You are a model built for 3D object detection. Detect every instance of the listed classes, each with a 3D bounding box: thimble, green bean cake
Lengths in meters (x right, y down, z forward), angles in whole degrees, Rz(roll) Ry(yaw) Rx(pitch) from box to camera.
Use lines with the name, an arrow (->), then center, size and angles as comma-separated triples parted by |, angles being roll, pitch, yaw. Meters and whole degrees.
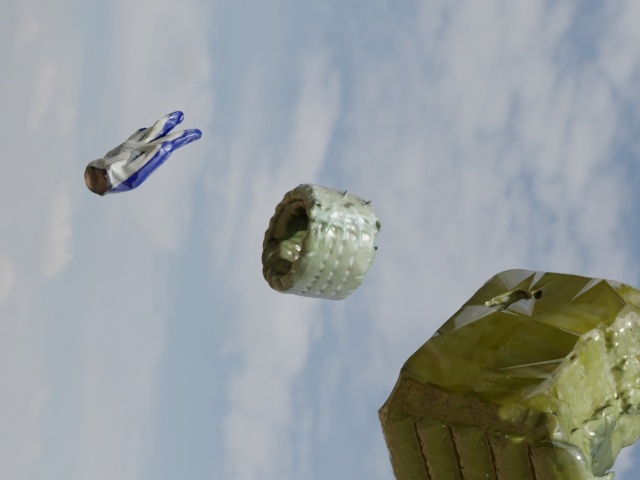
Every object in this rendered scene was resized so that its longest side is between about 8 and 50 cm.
thimble -> 0.000, 0.000, 1.074 | 0.110, 0.062, 0.085 | 134, -40, -54
green bean cake -> 0.192, 0.130, 1.147 | 0.233, 0.236, 0.124 | 9, -54, 40

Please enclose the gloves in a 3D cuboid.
gloves -> -0.124, -0.061, 0.975 | 0.064, 0.086, 0.026 | 3, -53, 45
